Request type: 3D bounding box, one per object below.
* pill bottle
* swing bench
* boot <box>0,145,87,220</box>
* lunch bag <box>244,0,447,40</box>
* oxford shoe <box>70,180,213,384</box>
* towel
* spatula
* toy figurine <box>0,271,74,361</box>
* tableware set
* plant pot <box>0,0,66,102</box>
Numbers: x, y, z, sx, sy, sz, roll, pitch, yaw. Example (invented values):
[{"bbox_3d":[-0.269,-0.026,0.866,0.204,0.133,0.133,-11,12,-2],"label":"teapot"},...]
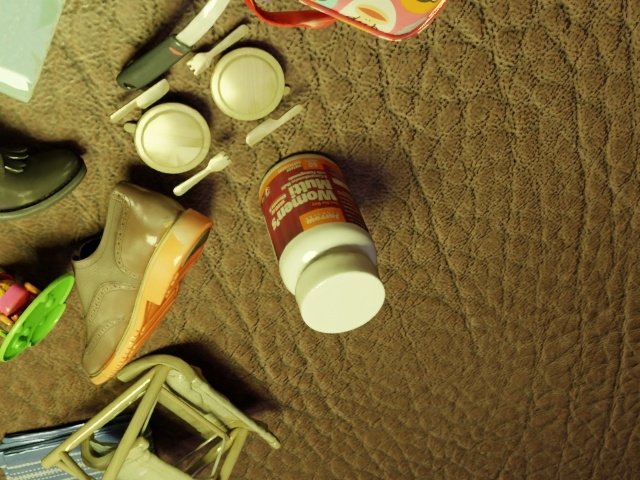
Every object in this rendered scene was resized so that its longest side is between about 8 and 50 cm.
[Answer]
[{"bbox_3d":[0.000,0.000,0.909,0.121,0.221,0.121,-10,133,-10],"label":"pill bottle"},{"bbox_3d":[-0.242,0.333,1.159,0.254,0.165,0.253,-52,134,-16],"label":"swing bench"},{"bbox_3d":[-0.380,-0.129,0.743,0.263,0.091,0.228,-21,123,-34],"label":"boot"},{"bbox_3d":[0.017,-0.318,0.693,0.293,0.120,0.258,17,124,-31],"label":"lunch bag"},{"bbox_3d":[-0.266,0.061,0.975,0.133,0.130,0.363,34,127,-2],"label":"oxford shoe"},{"bbox_3d":[-0.412,0.426,1.299,0.243,0.040,0.336,-9,135,-14],"label":"towel"},{"bbox_3d":[-0.121,-0.212,0.711,0.084,0.030,0.296,24,146,-38],"label":"spatula"},{"bbox_3d":[-0.408,0.053,0.902,0.159,0.173,0.130,36,74,-2],"label":"toy figurine"},{"bbox_3d":[-0.130,-0.154,0.854,0.194,0.039,0.128,-34,121,5],"label":"tableware set"},{"bbox_3d":[-0.296,-0.283,0.500,0.252,0.248,0.247,15,114,-31],"label":"plant pot"}]
